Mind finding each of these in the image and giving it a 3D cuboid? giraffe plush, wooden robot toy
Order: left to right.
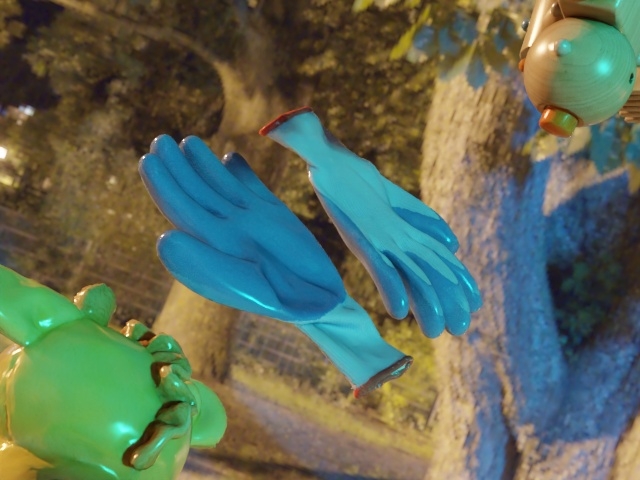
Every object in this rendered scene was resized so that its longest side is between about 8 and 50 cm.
[{"bbox_3d":[-0.109,0.104,0.397,0.210,0.170,0.181,-8,-40,3],"label":"giraffe plush"},{"bbox_3d":[0.085,-0.070,0.352,0.076,0.079,0.173,13,-13,29],"label":"wooden robot toy"}]

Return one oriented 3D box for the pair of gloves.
[{"bbox_3d":[0.000,0.000,0.507,0.159,0.023,0.198,46,32,11],"label":"pair of gloves"}]
